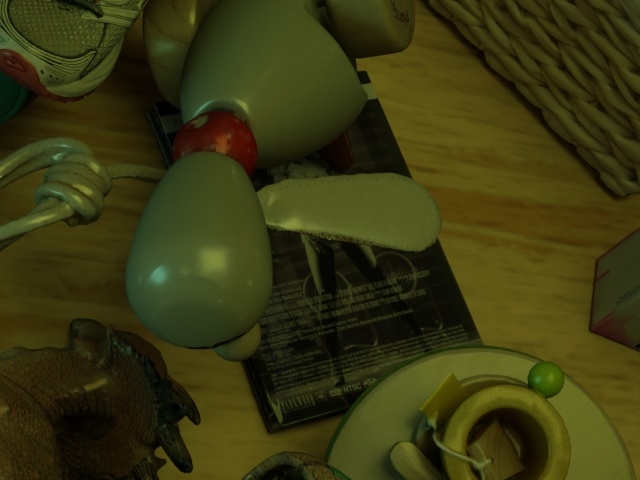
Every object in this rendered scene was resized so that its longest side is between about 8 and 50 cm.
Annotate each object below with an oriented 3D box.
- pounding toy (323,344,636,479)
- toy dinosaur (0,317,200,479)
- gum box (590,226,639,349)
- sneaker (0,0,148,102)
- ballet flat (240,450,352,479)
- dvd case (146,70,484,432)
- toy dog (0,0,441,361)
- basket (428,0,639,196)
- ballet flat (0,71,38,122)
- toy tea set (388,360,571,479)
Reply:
[{"bbox_3d":[0.108,0.160,0.964,0.237,0.110,0.183,10,81,-7],"label":"pounding toy"},{"bbox_3d":[-0.162,0.140,0.830,0.200,0.127,0.295,27,61,-22],"label":"toy dinosaur"},{"bbox_3d":[0.275,0.017,1.081,0.107,0.188,0.062,22,57,-16],"label":"gum box"},{"bbox_3d":[-0.122,-0.165,0.912,0.088,0.093,0.225,33,47,-9],"label":"sneaker"},{"bbox_3d":[-0.100,0.212,0.772,0.316,0.106,0.107,-43,47,-14],"label":"ballet flat"},{"bbox_3d":[0.000,0.000,1.048,0.164,0.018,0.221,-12,72,-31],"label":"dvd case"},{"bbox_3d":[-0.032,-0.040,0.940,0.333,0.220,0.161,-55,133,-37],"label":"toy dog"},{"bbox_3d":[0.256,-0.258,1.166,0.328,0.266,0.331,46,53,0],"label":"basket"},{"bbox_3d":[-0.307,-0.176,0.929,0.342,0.116,0.124,21,37,-18],"label":"ballet flat"},{"bbox_3d":[0.070,0.227,0.829,0.200,0.124,0.336,39,79,-1],"label":"toy tea set"}]
